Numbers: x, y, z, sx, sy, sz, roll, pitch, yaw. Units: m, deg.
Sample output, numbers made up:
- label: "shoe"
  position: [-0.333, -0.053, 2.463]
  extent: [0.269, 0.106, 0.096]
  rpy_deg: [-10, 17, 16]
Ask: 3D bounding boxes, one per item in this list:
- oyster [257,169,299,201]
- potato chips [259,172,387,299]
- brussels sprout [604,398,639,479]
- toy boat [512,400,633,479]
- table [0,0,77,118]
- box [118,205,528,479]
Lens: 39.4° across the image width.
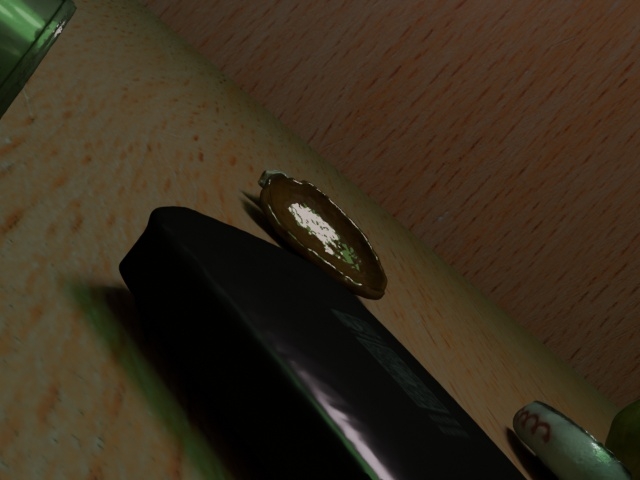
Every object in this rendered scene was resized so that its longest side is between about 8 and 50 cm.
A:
- label: "oyster"
  position: [-0.016, -0.037, 1.223]
  extent: [0.125, 0.064, 0.177]
  rpy_deg: [39, 7, 22]
- label: "potato chips"
  position: [0.000, 0.000, 1.112]
  extent: [0.201, 0.049, 0.150]
  rpy_deg: [44, 23, -5]
- label: "brussels sprout"
  position: [0.569, 0.338, 1.411]
  extent: [0.244, 0.244, 0.244]
  rpy_deg: [40, 8, -7]
- label: "toy boat"
  position: [0.286, 0.261, 1.053]
  extent: [0.134, 0.079, 0.207]
  rpy_deg: [48, -4, -5]
- label: "table"
  position: [-0.241, -0.132, 0.419]
  extent: [0.220, 0.126, 0.126]
  rpy_deg: [38, 8, -22]
- label: "box"
  position: [0.028, 0.111, 0.577]
  extent: [0.289, 0.073, 0.290]
  rpy_deg: [46, 9, 29]
